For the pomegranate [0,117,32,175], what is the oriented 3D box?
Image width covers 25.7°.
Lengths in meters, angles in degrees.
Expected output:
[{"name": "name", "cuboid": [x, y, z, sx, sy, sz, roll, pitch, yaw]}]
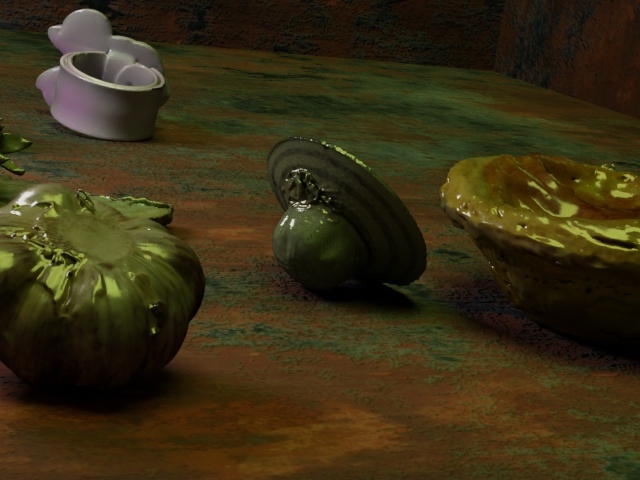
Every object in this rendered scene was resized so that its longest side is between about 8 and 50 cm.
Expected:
[{"name": "pomegranate", "cuboid": [-0.489, -0.108, 1.827, 0.220, 0.156, 0.156, 13, 14, 7]}]

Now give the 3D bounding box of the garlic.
[{"name": "garlic", "cuboid": [-0.237, 0.056, 1.330, 0.244, 0.161, 0.245, 18, 30, -11]}]

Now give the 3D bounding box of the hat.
[{"name": "hat", "cuboid": [0.000, 0.000, 1.722, 0.252, 0.252, 0.110, 20, 56, 38]}]

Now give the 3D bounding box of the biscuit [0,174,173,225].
[{"name": "biscuit", "cuboid": [-0.341, -0.038, 1.859, 0.273, 0.036, 0.187, 10, 14, 6]}]

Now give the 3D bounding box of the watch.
[{"name": "watch", "cuboid": [-0.399, -0.285, 2.522, 0.248, 0.211, 0.217, 16, 22, -3]}]

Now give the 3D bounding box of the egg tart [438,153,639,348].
[{"name": "egg tart", "cuboid": [0.361, 0.018, 1.761, 0.443, 0.178, 0.443, 10, 14, -3]}]
